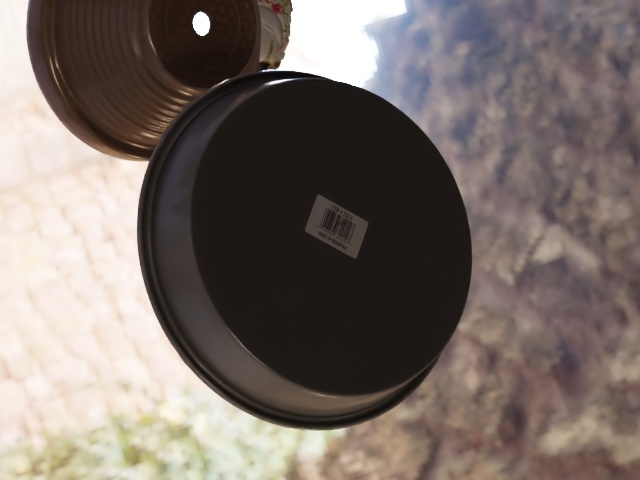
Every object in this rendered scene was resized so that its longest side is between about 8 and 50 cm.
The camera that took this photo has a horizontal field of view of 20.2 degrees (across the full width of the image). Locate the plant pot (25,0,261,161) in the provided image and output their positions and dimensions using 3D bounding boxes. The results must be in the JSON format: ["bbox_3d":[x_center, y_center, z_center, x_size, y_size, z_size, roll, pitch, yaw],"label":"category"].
[{"bbox_3d":[-0.134,-0.188,1.608,0.109,0.237,0.237,3,-68,53],"label":"plant pot"}]

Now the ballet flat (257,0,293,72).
[{"bbox_3d":[-0.086,-0.176,1.892,0.241,0.091,0.077,-65,-159,-5],"label":"ballet flat"}]

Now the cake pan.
[{"bbox_3d":[0.000,0.000,1.404,0.054,0.293,0.293,-24,-96,58],"label":"cake pan"}]
